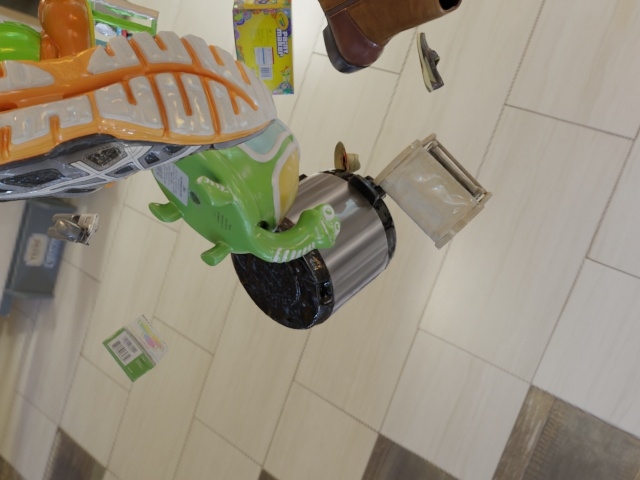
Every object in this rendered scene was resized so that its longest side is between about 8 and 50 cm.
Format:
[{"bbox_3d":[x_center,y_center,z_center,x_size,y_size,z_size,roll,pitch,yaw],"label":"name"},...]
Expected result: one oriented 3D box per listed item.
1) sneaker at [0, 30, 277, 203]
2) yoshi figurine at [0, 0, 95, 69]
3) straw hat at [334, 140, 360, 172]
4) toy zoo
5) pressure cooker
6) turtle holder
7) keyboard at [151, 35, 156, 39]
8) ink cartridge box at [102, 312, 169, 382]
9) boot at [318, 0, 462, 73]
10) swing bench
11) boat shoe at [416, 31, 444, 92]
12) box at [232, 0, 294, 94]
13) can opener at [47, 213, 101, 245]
[{"bbox_3d":[-0.133,-0.073,0.385,0.083,0.215,0.084,116,138,-56],"label":"sneaker"},{"bbox_3d":[-0.413,-0.211,0.569,0.203,0.362,0.203,119,135,-58],"label":"yoshi figurine"},{"bbox_3d":[0.089,-0.231,1.803,0.061,0.144,0.144,-8,81,-14],"label":"straw hat"},{"bbox_3d":[-0.571,-0.548,1.727,0.293,0.192,0.030,113,167,-48],"label":"toy zoo"},{"bbox_3d":[0.003,0.005,1.691,0.370,0.420,0.376,8,123,45],"label":"pressure cooker"},{"bbox_3d":[-0.131,-0.107,1.004,0.320,0.227,0.243,22,141,36],"label":"turtle holder"},{"bbox_3d":[-0.430,-0.436,1.569,0.100,0.038,0.192,14,95,38],"label":"keyboard"},{"bbox_3d":[-0.406,0.231,1.359,0.062,0.209,0.109,-36,94,1],"label":"ink cartridge box"},{"bbox_3d":[0.048,-0.363,0.747,0.280,0.096,0.264,176,80,-71],"label":"boot"},{"bbox_3d":[0.314,-0.142,1.645,0.253,0.254,0.165,47,115,5],"label":"swing bench"},{"bbox_3d":[0.272,-0.443,1.484,0.049,0.056,0.152,-12,88,19],"label":"boat shoe"},{"bbox_3d":[-0.175,-0.665,1.931,0.177,0.290,0.279,-2,46,-1],"label":"box"},{"bbox_3d":[-0.610,-0.037,1.461,0.280,0.093,0.074,3,70,54],"label":"can opener"}]
